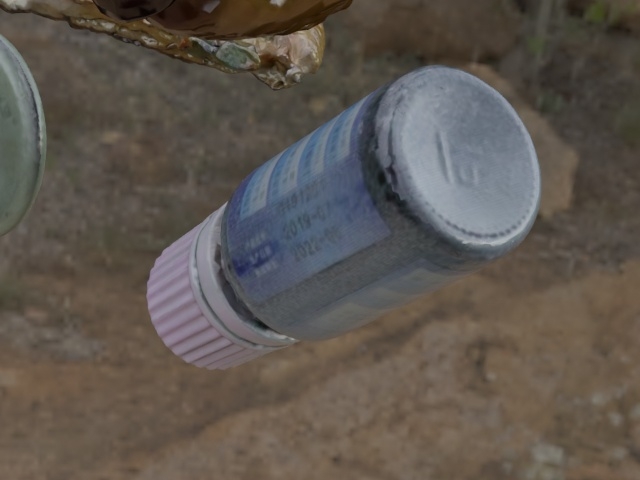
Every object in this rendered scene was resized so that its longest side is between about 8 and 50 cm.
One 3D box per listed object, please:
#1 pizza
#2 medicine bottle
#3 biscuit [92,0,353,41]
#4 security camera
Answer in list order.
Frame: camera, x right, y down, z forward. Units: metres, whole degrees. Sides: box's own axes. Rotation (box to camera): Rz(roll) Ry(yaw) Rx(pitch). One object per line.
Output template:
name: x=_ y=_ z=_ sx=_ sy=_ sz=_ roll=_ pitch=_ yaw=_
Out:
pizza: x=-0.094 y=-0.149 z=0.976 sx=0.195 sy=0.052 sz=0.185 roll=0 pitch=32 yaw=-19
medicine bottle: x=0.000 y=0.000 z=0.713 sx=0.083 sy=0.203 sz=0.083 roll=16 pitch=62 yaw=-32
biscuit: x=-0.005 y=-0.197 z=0.443 sx=0.075 sy=0.296 sz=0.296 roll=10 pitch=29 yaw=27
security camera: x=-0.311 y=-0.040 z=1.246 sx=0.080 sy=0.301 sz=0.157 roll=-7 pitch=65 yaw=-50
